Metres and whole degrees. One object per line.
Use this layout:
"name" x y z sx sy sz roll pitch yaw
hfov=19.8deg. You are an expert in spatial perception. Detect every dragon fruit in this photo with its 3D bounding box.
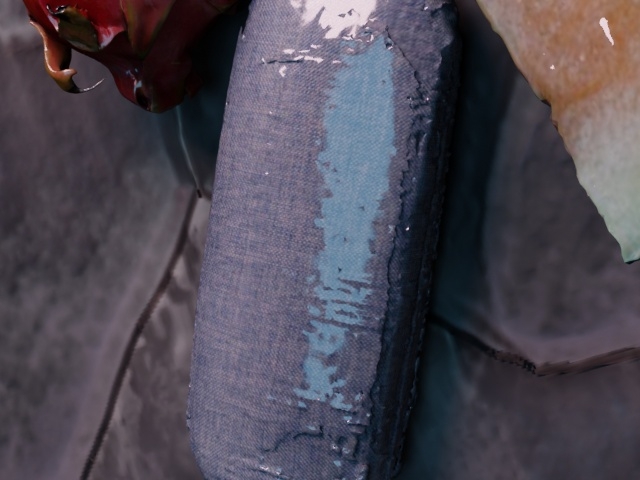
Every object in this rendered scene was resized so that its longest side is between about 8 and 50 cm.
"dragon fruit" -0.095 -0.146 0.890 0.133 0.136 0.166 37 143 52

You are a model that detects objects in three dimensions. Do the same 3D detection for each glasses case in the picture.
"glasses case" 0.000 0.000 0.879 0.109 0.067 0.282 12 98 24

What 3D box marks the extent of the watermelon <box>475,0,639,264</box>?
"watermelon" 0.184 -0.158 0.739 0.264 0.151 0.302 -48 55 26
